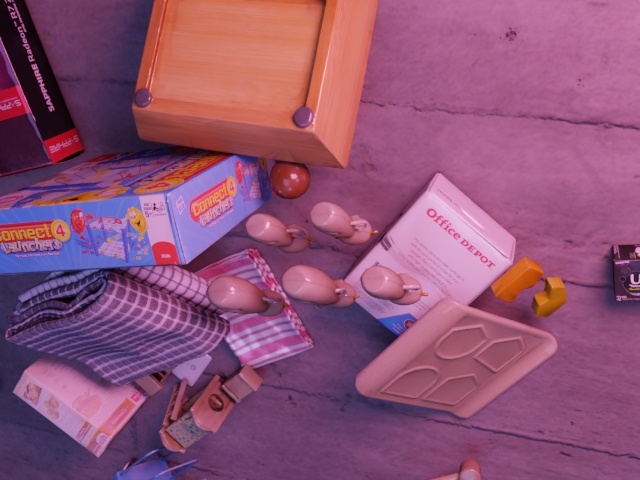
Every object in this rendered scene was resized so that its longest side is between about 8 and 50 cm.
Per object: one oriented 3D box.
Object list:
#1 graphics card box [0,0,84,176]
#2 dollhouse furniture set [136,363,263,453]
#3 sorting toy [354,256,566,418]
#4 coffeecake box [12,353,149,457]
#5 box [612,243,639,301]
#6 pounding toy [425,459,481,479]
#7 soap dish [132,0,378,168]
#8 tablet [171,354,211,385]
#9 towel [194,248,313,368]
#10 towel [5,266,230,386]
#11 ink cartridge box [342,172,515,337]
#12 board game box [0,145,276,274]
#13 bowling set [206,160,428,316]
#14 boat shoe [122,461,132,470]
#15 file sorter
[{"bbox_3d":[-0.540,-0.276,1.086,0.233,0.094,0.371,-8,109,22],"label":"graphics card box"},{"bbox_3d":[-0.224,0.248,1.193,0.161,0.101,0.182,45,126,-7],"label":"dollhouse furniture set"},{"bbox_3d":[0.221,0.140,0.997,0.229,0.041,0.307,22,125,-32],"label":"sorting toy"},{"bbox_3d":[-0.414,0.266,1.258,0.185,0.142,0.068,38,120,0],"label":"coffeecake box"},{"bbox_3d":[0.424,0.041,0.921,0.083,0.052,0.062,-3,113,21],"label":"box"},{"bbox_3d":[0.214,0.430,1.152,0.181,0.094,0.206,27,110,12],"label":"pounding toy"},{"bbox_3d":[-0.090,-0.225,0.894,0.291,0.118,0.229,10,86,16],"label":"soap dish"},{"bbox_3d":[-0.230,0.217,1.251,0.054,0.006,0.083,36,120,0],"label":"tablet"},{"bbox_3d":[-0.117,0.118,1.155,0.144,0.029,0.197,-24,104,27],"label":"towel"},{"bbox_3d":[-0.310,0.122,1.084,0.284,0.121,0.235,-23,145,34],"label":"towel"},{"bbox_3d":[0.149,0.032,0.991,0.148,0.086,0.203,41,120,-1],"label":"ink cartridge box"},{"bbox_3d":[-0.249,-0.054,0.963,0.302,0.308,0.086,-4,109,20],"label":"board game box"},{"bbox_3d":[0.000,0.000,0.945,0.287,0.154,0.200,-3,77,26],"label":"bowling set"},{"bbox_3d":[-0.377,0.486,1.400,0.038,0.046,0.125,22,121,8],"label":"boat shoe"},{"bbox_3d":[-0.265,0.462,1.276,0.104,0.118,0.170,-39,70,25],"label":"file sorter"}]
